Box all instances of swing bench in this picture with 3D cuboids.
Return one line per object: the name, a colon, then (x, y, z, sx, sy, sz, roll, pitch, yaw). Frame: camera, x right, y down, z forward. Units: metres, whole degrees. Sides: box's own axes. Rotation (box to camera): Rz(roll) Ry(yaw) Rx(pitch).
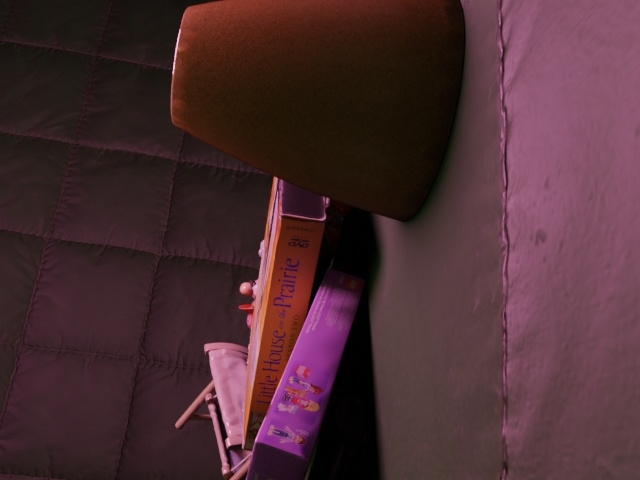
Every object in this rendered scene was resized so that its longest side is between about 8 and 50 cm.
swing bench: (-0.166, 0.383, 1.264, 0.255, 0.165, 0.253, -66, 30, 28)

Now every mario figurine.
mario figurine: (-0.132, 0.065, 1.572, 0.198, 0.170, 0.320, 23, -98, -62)

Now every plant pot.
plant pot: (-0.016, -0.154, 0.652, 0.237, 0.254, 0.237, -172, 90, -84)

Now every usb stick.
usb stick: (0.008, 0.297, 0.743, 0.077, 0.045, 0.278, -103, 22, -53)

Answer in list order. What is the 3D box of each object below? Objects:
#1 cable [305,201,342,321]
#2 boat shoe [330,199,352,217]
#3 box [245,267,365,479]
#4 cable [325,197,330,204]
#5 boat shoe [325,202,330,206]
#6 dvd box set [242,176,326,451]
cable: (0.006, 0.065, 1.088, 0.139, 0.072, 0.287, -117, 23, -63)
boat shoe: (0.034, -0.100, 1.009, 0.043, 0.049, 0.137, 105, 166, -52)
box: (-0.021, 0.196, 0.751, 0.293, 0.057, 0.201, -65, -9, -55)
cable: (-0.023, -0.111, 1.299, 0.257, 0.089, 0.257, 132, 147, -78)
boat shoe: (0.000, 0.000, 1.164, 0.049, 0.040, 0.142, -107, 27, -77)
dvd box set: (-0.062, 0.067, 0.973, 0.308, 0.062, 0.420, -94, 13, -57)
